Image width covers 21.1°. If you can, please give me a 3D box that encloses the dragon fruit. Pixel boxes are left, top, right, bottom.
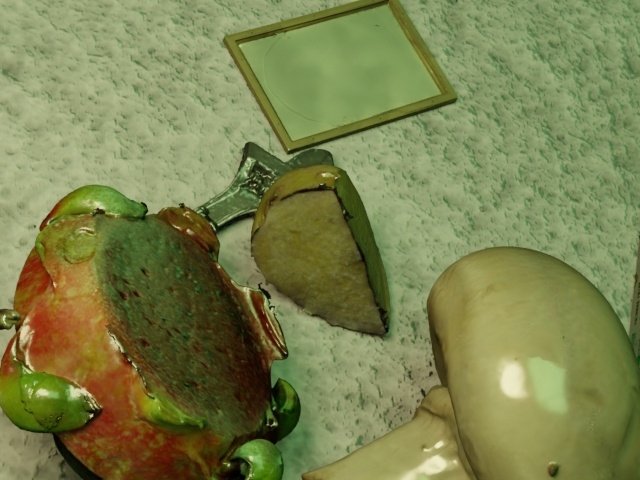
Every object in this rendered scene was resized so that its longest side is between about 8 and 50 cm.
[{"bbox_3d":[-0.133,0.093,1.356,0.268,0.130,0.295,18,39,-53],"label":"dragon fruit"}]

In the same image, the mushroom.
[{"bbox_3d":[0.124,0.160,1.396,0.290,0.292,0.293,-20,67,2],"label":"mushroom"}]

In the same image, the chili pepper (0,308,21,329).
[{"bbox_3d":[-0.384,0.147,1.258,0.338,0.131,0.134,-32,51,-28],"label":"chili pepper"}]

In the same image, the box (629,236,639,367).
[{"bbox_3d":[0.330,0.050,1.641,0.050,0.041,0.207,21,56,-12],"label":"box"}]

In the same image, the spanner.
[{"bbox_3d":[-0.113,-0.008,1.518,0.325,0.026,0.093,-31,77,-30],"label":"spanner"}]

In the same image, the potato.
[{"bbox_3d":[0.000,0.000,1.522,0.100,0.172,0.089,-14,37,16],"label":"potato"}]

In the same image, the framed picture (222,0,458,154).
[{"bbox_3d":[0.021,-0.166,1.668,0.201,0.010,0.136,-19,69,-29],"label":"framed picture"}]
